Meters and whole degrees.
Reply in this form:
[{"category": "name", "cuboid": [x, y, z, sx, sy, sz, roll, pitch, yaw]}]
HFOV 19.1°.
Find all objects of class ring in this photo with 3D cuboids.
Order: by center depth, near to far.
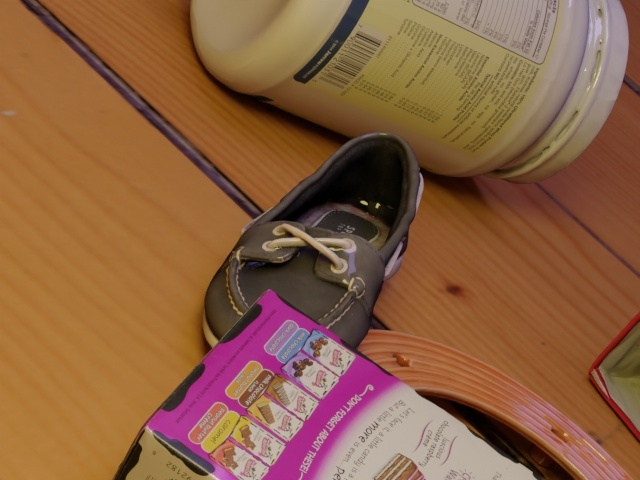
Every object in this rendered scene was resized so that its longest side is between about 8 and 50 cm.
[{"category": "ring", "cuboid": [0.121, 0.183, 1.244, 0.336, 0.032, 0.336, 29, 25, -15]}]

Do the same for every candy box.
[{"category": "candy box", "cuboid": [0.019, 0.150, 1.062, 0.233, 0.071, 0.159, 34, 37, 6]}]

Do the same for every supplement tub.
[{"category": "supplement tub", "cuboid": [0.078, -0.191, 1.624, 0.325, 0.235, 0.235, 21, 28, -32]}]

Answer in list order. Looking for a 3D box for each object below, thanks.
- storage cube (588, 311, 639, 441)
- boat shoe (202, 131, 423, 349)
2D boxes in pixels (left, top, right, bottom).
[{"category": "storage cube", "cuboid": [0.372, 0.114, 1.521, 0.193, 0.183, 0.215, 8, 35, -50]}, {"category": "boat shoe", "cuboid": [0.000, 0.000, 1.305, 0.112, 0.095, 0.335, 17, 19, 9]}]
